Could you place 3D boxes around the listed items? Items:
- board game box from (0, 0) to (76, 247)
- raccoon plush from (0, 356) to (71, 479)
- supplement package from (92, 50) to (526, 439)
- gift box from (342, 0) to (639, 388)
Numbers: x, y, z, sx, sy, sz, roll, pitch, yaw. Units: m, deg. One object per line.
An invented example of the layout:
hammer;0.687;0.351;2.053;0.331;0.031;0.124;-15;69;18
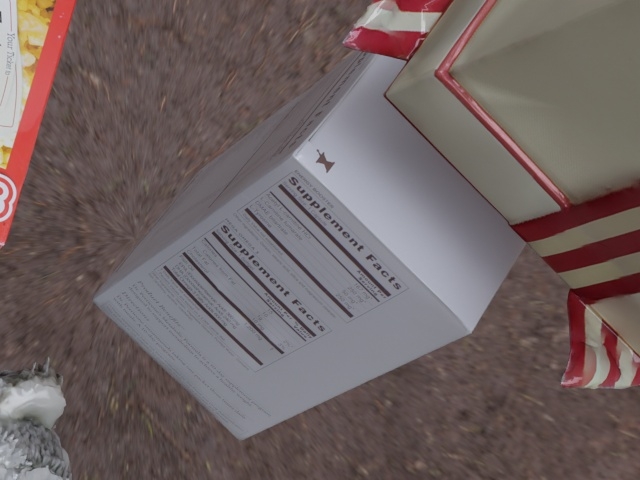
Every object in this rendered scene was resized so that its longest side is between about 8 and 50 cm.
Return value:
board game box;-0.136;-0.066;0.590;0.045;0.147;0.193;23;61;-23
raccoon plush;-0.364;0.140;1.082;0.446;0.216;0.299;42;42;-15
supplement package;0.000;0.000;0.939;0.134;0.244;0.139;45;54;-11
gift box;0.188;-0.080;0.720;0.255;0.258;0.276;48;63;-14
